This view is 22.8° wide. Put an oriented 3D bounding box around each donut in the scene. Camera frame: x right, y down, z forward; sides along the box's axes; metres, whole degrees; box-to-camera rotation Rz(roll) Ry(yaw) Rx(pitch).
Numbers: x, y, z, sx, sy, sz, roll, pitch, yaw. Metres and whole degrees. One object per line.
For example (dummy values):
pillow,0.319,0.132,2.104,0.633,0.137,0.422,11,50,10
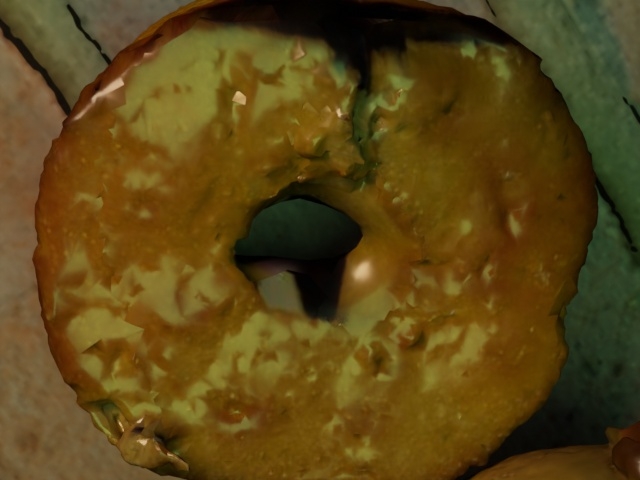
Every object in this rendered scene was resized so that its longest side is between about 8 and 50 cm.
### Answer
donut,-0.003,0.000,0.708,0.254,0.118,0.253,-2,106,-7

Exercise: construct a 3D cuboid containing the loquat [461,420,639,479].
loquat,0.143,0.212,0.722,0.275,0.275,0.274,-3,107,-9
